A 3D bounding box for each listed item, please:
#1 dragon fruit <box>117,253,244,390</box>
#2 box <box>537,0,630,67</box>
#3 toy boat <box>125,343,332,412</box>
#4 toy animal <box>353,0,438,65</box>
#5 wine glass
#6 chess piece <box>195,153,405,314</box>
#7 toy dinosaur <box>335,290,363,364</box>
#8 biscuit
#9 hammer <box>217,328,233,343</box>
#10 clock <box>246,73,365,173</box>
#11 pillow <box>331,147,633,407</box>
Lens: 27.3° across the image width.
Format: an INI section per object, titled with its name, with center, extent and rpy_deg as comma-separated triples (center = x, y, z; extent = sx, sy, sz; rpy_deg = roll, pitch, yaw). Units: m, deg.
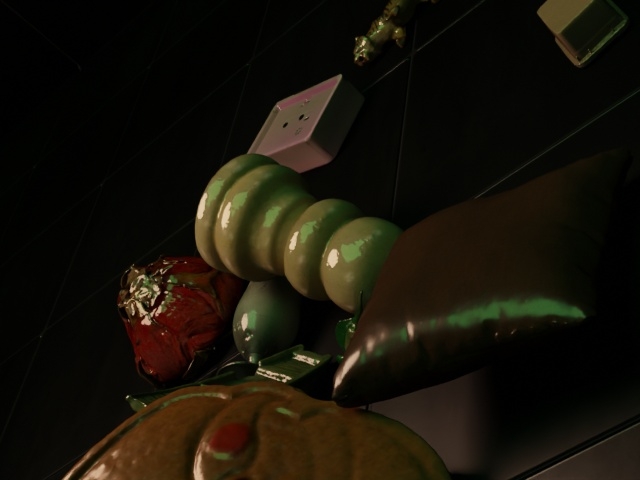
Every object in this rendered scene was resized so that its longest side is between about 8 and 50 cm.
[dragon fruit]
center = -0.234, 0.097, 2.010
extent = 0.218, 0.148, 0.224
rpy_deg = -22, 33, 55
[box]
center = 0.334, -0.286, 1.698
extent = 0.089, 0.062, 0.122
rpy_deg = -43, 23, 14
[toy boat]
center = -0.107, 0.185, 1.590
extent = 0.093, 0.293, 0.055
rpy_deg = 13, 107, 42
[toy animal]
center = 0.139, -0.392, 2.214
extent = 0.241, 0.057, 0.099
rpy_deg = -53, 23, -7
[wine glass]
center = -0.075, 0.117, 1.778
extent = 0.093, 0.093, 0.202
rpy_deg = -32, 30, 36
[chess piece]
center = -0.009, 0.006, 1.685
extent = 0.299, 0.167, 0.167
rpy_deg = 24, 73, 41
[toy dinosaur]
center = 0.037, 0.113, 1.598
extent = 0.029, 0.120, 0.060
rpy_deg = -23, 34, -35
[biscuit]
center = -0.080, 0.282, 1.316
extent = 0.455, 0.078, 0.350
rpy_deg = 0, 40, 24
[hammer]
center = -0.134, 0.137, 1.950
extent = 0.110, 0.019, 0.035
rpy_deg = -33, 28, 39
[clock]
center = -0.028, -0.182, 2.184
extent = 0.197, 0.063, 0.150
rpy_deg = -17, 39, 51
[pillow]
center = 0.177, 0.038, 1.388
extent = 0.305, 0.108, 0.308
rpy_deg = -22, 24, 32
